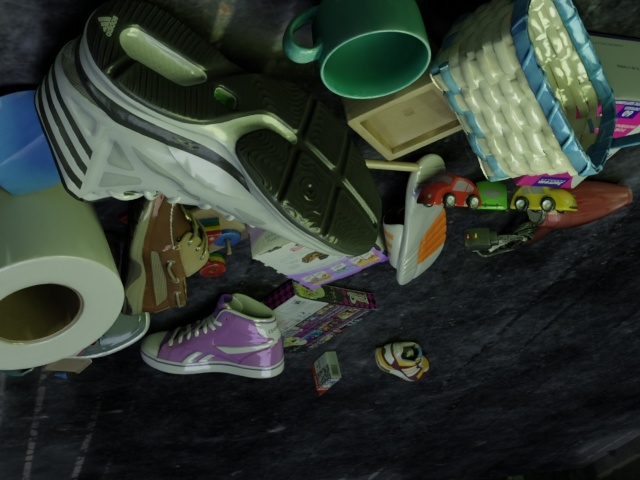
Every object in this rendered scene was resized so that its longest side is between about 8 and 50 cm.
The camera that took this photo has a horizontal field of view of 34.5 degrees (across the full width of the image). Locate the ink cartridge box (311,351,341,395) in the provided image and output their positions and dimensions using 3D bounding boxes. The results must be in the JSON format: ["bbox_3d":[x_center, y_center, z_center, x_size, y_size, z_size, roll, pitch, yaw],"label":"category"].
[{"bbox_3d":[0.005,0.296,2.281,0.029,0.063,0.115,2,151,-28],"label":"ink cartridge box"}]

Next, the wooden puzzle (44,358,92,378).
[{"bbox_3d":[-0.494,0.240,2.019,0.078,0.014,0.116,20,140,-41],"label":"wooden puzzle"}]

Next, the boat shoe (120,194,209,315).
[{"bbox_3d":[-0.223,-0.002,1.497,0.119,0.123,0.324,4,146,-13],"label":"boat shoe"}]

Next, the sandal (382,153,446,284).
[{"bbox_3d":[0.148,-0.046,1.654,0.102,0.076,0.265,-31,142,-30],"label":"sandal"}]

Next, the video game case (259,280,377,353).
[{"bbox_3d":[-0.042,0.153,1.999,0.210,0.042,0.232,12,145,-39],"label":"video game case"}]

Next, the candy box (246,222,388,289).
[{"bbox_3d":[0.000,0.000,1.680,0.164,0.070,0.196,-22,153,21],"label":"candy box"}]

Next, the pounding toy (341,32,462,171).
[{"bbox_3d":[0.087,-0.165,1.359,0.206,0.094,0.181,-23,151,21],"label":"pounding toy"}]

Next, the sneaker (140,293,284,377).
[{"bbox_3d":[-0.208,0.162,1.917,0.282,0.102,0.161,0,122,11],"label":"sneaker"}]

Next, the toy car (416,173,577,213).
[{"bbox_3d":[0.268,-0.072,1.608,0.238,0.053,0.225,3,-179,4],"label":"toy car"}]

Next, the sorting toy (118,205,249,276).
[{"bbox_3d":[-0.195,-0.002,1.623,0.132,0.046,0.274,-22,152,19],"label":"sorting toy"}]

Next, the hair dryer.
[{"bbox_3d":[0.390,-0.046,1.781,0.293,0.080,0.223,-17,172,18],"label":"hair dryer"}]

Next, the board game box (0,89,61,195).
[{"bbox_3d":[-0.374,-0.131,1.297,0.133,0.033,0.169,-35,144,6],"label":"board game box"}]

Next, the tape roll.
[{"bbox_3d":[-0.410,0.040,1.418,0.246,0.169,0.246,-17,145,-12],"label":"tape roll"}]

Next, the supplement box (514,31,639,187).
[{"bbox_3d":[0.359,-0.175,1.436,0.111,0.114,0.220,1,153,-26],"label":"supplement box"}]

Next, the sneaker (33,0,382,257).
[{"bbox_3d":[-0.147,-0.100,1.280,0.447,0.169,0.257,34,144,-26],"label":"sneaker"}]

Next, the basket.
[{"bbox_3d":[0.293,-0.205,1.199,0.288,0.201,0.255,-9,124,36],"label":"basket"}]

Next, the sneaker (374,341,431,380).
[{"bbox_3d":[0.206,0.269,2.305,0.083,0.070,0.185,-25,153,35],"label":"sneaker"}]

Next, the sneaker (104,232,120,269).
[{"bbox_3d":[-0.376,0.058,1.638,0.066,0.071,0.188,7,148,-34],"label":"sneaker"}]

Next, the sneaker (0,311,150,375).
[{"bbox_3d":[-0.438,0.149,1.703,0.295,0.124,0.178,-10,180,-2],"label":"sneaker"}]

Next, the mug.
[{"bbox_3d":[0.046,-0.244,1.182,0.129,0.097,0.157,-29,149,32],"label":"mug"}]
